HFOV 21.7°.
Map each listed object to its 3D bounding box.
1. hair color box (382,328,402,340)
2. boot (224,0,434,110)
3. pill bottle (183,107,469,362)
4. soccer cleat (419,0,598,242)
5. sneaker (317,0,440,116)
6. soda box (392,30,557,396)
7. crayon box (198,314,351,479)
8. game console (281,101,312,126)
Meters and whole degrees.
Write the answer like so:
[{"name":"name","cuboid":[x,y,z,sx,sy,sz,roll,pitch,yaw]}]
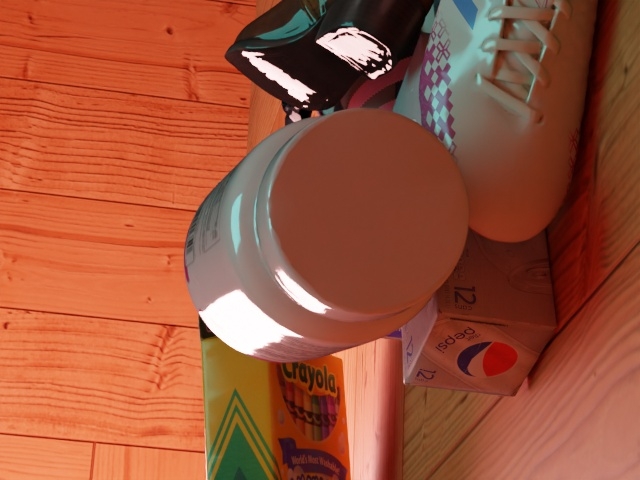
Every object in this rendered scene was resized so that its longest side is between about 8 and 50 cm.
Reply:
[{"name":"hair color box","cuboid":[0.000,0.026,1.691,0.339,0.185,0.110,-164,80,-82]},{"name":"boot","cuboid":[0.046,-0.259,1.442,0.280,0.096,0.264,-62,16,-21]},{"name":"pill bottle","cuboid":[0.000,0.000,1.187,0.283,0.160,0.160,150,126,-75]},{"name":"soccer cleat","cuboid":[0.138,-0.169,1.158,0.143,0.116,0.331,125,151,-73]},{"name":"sneaker","cuboid":[0.059,-0.083,1.479,0.112,0.131,0.319,50,-141,-54]},{"name":"soda box","cuboid":[0.114,-0.026,1.290,0.098,0.091,0.286,110,164,-49]},{"name":"crayon box","cuboid":[-0.042,0.218,1.720,0.203,0.083,0.323,29,-126,-64]},{"name":"game console","cuboid":[0.011,-0.267,1.954,0.213,0.044,0.361,80,-160,-57]}]
